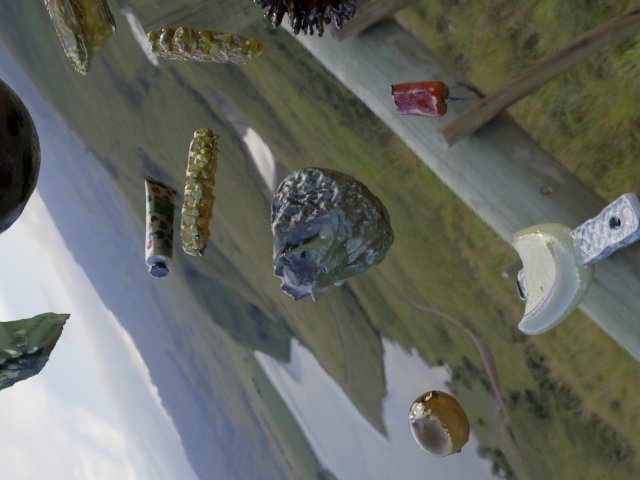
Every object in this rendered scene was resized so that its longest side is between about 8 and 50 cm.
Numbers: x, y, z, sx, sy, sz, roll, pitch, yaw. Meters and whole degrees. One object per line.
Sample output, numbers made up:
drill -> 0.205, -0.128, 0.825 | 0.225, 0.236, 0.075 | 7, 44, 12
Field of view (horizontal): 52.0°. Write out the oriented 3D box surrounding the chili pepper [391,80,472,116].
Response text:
chili pepper -> 0.246, -0.314, 1.458 | 0.192, 0.086, 0.084 | 5, 116, 26

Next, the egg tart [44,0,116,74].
egg tart -> -0.315, -0.306, 0.832 | 0.191, 0.074, 0.191 | 57, 162, 29

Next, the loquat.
loquat -> 0.274, 0.425, 1.521 | 0.163, 0.137, 0.163 | 50, 155, 33

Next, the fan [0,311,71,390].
fan -> -0.311, 0.112, 0.585 | 0.240, 0.131, 0.009 | -59, -32, -68

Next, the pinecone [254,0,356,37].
pinecone -> -0.023, -0.459, 1.194 | 0.195, 0.179, 0.150 | 22, -163, -21

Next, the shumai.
shumai -> 0.001, -0.001, 1.263 | 0.256, 0.218, 0.189 | 20, 147, 12

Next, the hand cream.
hand cream -> -0.387, -0.036, 1.583 | 0.095, 0.059, 0.276 | 24, -136, -38

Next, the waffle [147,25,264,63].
waffle -> -0.235, -0.405, 1.360 | 0.219, 0.229, 0.057 | -76, -11, -79

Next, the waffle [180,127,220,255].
waffle -> -0.282, -0.117, 1.543 | 0.329, 0.062, 0.329 | -173, 90, -86

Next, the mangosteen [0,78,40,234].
mangosteen -> -0.631, -0.179, 1.040 | 0.382, 0.382, 0.435 | 50, 126, 35

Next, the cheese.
cheese -> 0.282, 0.019, 0.735 | 0.235, 0.050, 0.127 | 122, 143, -64
